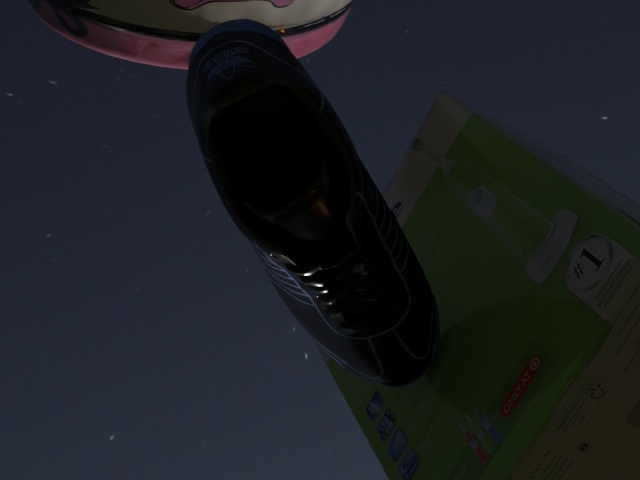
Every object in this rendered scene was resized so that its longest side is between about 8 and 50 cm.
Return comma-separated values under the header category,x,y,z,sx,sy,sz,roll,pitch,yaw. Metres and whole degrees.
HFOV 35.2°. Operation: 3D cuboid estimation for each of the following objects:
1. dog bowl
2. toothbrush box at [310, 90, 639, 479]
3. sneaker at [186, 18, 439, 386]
category,x,y,z,sx,sy,sz,roll,pitch,yaw
dog bowl,-0.133,-0.318,1.038,0.408,0.408,0.150,6,-54,-3
toothbrush box,0.120,0.053,0.633,0.122,0.283,0.206,22,-76,-25
sneaker,0.000,0.000,0.517,0.081,0.090,0.232,-29,-65,7
